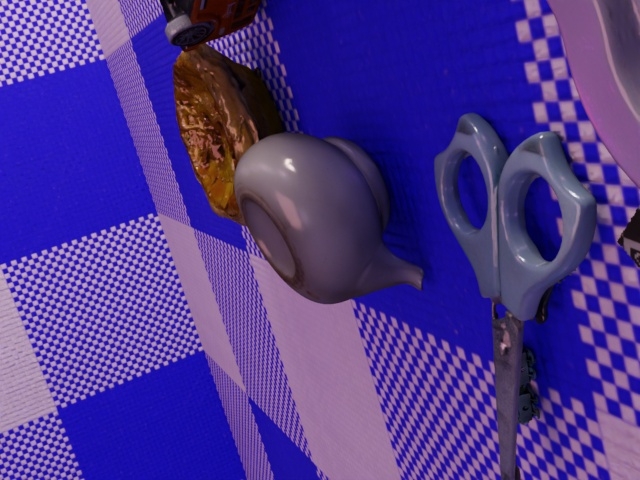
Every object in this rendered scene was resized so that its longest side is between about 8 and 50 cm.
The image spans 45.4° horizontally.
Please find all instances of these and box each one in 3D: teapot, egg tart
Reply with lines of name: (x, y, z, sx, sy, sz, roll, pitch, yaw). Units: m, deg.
teapot: (-0.018, -0.034, 0.926, 0.318, 0.149, 0.220, 14, 132, 65)
egg tart: (-0.128, -0.165, 1.148, 0.290, 0.115, 0.290, 50, 152, 39)

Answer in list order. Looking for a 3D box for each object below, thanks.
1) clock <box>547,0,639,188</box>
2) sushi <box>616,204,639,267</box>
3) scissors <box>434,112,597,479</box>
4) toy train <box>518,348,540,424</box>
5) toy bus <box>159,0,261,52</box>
clock: (0.186, -0.169, 0.311, 0.338, 0.102, 0.339, 54, 156, 38)
sushi: (0.235, 0.011, 0.473, 0.120, 0.026, 0.126, 59, 158, 29)
scissors: (0.167, 0.073, 0.671, 0.191, 0.029, 0.360, 30, 131, 59)
toy train: (0.187, 0.135, 0.734, 0.045, 0.029, 0.092, -130, 24, -60)
toy bus: (-0.126, -0.357, 0.885, 0.143, 0.153, 0.329, 65, 162, 6)
